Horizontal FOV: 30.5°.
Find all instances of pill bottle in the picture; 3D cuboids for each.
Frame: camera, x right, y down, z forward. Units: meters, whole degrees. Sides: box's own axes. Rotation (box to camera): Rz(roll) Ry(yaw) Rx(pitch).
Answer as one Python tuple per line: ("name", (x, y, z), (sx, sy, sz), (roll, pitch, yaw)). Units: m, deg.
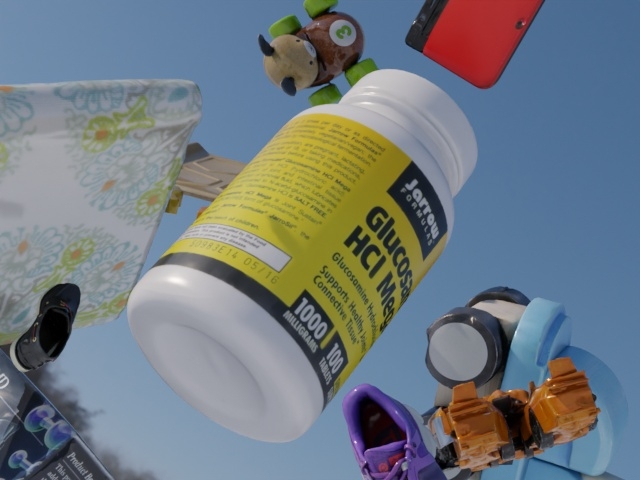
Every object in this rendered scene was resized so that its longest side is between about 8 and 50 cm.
("pill bottle", (0.000, 0.000, 1.045), (0.188, 0.334, 0.188), (27, -33, 20))

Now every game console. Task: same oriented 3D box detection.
("game console", (0.136, -0.191, 0.889), (0.085, 0.144, 0.124), (32, 13, 11))

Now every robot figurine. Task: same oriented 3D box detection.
("robot figurine", (0.207, 0.197, 1.283), (0.211, 0.085, 0.291), (-14, -14, -1))

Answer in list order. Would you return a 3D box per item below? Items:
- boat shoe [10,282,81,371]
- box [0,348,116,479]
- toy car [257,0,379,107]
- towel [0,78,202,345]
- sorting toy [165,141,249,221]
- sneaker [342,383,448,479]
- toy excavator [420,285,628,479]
("boat shoe", (-0.275, 0.086, 1.220), (0.042, 0.133, 0.049), (-21, -66, 23))
("box", (-0.472, 0.351, 1.449), (0.293, 0.395, 0.212), (32, -24, 43))
("toy car", (-0.027, -0.278, 1.772), (0.149, 0.188, 0.155), (-31, -92, 30))
("towel", (-0.326, -0.023, 1.319), (0.090, 0.321, 0.374), (50, -48, 28))
("sorting toy", (-0.137, -0.062, 1.557), (0.229, 0.041, 0.307), (20, 18, 17))
("sneaker", (0.053, 0.161, 0.731), (0.170, 0.068, 0.071), (57, 4, 40))
("toy excavator", (0.350, 0.313, 1.594), (0.445, 0.432, 0.222), (15, 12, 23))
